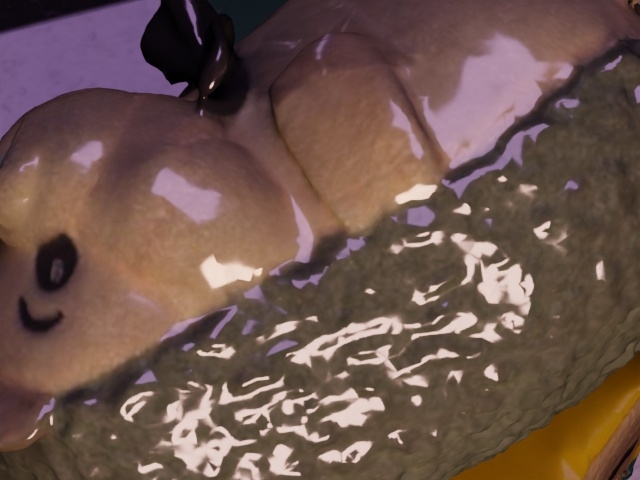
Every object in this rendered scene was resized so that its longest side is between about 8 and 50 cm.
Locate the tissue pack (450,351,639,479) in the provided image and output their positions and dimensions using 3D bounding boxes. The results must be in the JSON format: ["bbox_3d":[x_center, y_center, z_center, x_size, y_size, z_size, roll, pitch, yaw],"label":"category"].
[{"bbox_3d":[0.013,0.089,0.916,0.271,0.134,0.192,26,58,20],"label":"tissue pack"}]

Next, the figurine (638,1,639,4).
[{"bbox_3d":[0.225,-0.113,1.066,0.394,0.227,0.274,1,21,16],"label":"figurine"}]

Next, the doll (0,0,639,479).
[{"bbox_3d":[0.000,0.000,0.761,0.349,0.247,0.247,-37,59,-9],"label":"doll"}]
